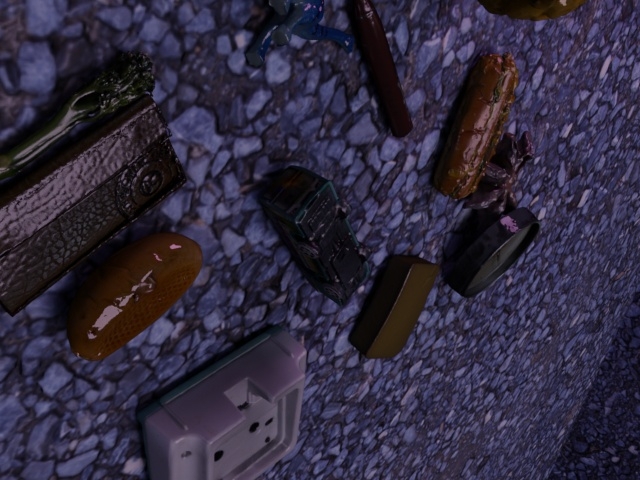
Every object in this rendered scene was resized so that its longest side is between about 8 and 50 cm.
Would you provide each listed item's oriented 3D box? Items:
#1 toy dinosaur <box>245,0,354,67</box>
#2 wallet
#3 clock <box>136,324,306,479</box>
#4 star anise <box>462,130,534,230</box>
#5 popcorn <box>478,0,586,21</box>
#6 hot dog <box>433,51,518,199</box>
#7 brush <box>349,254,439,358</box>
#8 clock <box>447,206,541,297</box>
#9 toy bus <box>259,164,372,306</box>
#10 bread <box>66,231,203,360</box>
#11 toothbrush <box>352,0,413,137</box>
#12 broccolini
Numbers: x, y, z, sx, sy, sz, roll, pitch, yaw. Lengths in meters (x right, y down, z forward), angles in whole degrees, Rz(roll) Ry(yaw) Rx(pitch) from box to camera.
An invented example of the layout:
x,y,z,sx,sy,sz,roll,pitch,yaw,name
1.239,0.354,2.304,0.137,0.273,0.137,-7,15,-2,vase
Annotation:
x,y,z,sx,sy,sz,roll,pitch,yaw,name
-0.034,-0.280,0.829,0.144,0.076,0.329,-55,149,-17,toy dinosaur
-0.249,-0.035,0.774,0.243,0.039,0.132,-42,144,-23,wallet
-0.126,0.286,1.116,0.262,0.116,0.231,-28,137,-35,clock
0.343,-0.108,1.451,0.172,0.063,0.207,-15,128,-44,star anise
0.269,-0.414,0.986,0.190,0.250,0.250,-26,137,-63,popcorn
0.268,-0.193,1.286,0.115,0.072,0.268,-4,119,-42,hot dog
0.136,0.119,1.368,0.123,0.059,0.197,7,111,-57,brush
0.356,0.028,1.528,0.226,0.049,0.226,-35,155,-18,clock
0.000,0.000,1.057,0.091,0.109,0.261,-49,147,-16,toy bus
-0.216,0.056,0.856,0.189,0.077,0.114,-40,162,-27,bread
0.072,-0.263,1.003,0.041,0.041,0.364,-49,146,-14,toothbrush
-0.259,-0.106,0.711,0.239,0.051,0.054,-38,98,-19,broccolini
